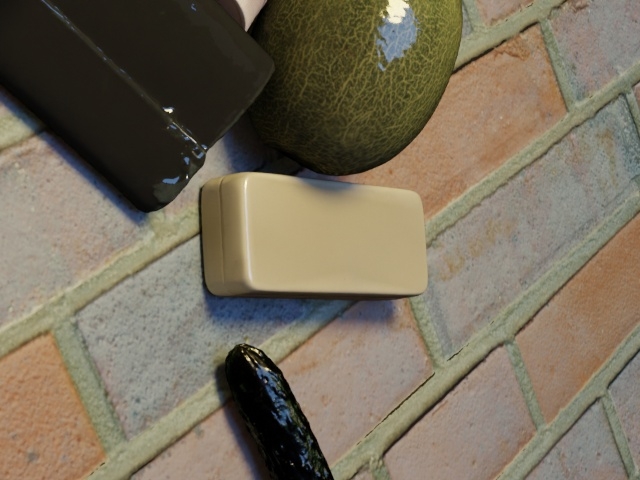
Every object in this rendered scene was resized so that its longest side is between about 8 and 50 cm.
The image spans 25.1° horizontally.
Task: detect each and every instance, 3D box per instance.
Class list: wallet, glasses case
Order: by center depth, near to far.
[{"bbox_3d":[-0.239,-0.230,1.483,0.406,0.062,0.228,44,77,-33],"label":"wallet"},{"bbox_3d":[0.000,0.000,1.750,0.336,0.076,0.144,5,80,-48],"label":"glasses case"}]

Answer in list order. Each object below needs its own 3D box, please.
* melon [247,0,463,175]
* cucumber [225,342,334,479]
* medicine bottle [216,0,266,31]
[{"bbox_3d":[0.040,-0.228,1.700,0.237,0.237,0.301,32,85,-41],"label":"melon"},{"bbox_3d":[-0.033,0.252,1.670,0.081,0.072,0.303,-31,106,-46],"label":"cucumber"},{"bbox_3d":[-0.096,-0.351,1.666,0.133,0.133,0.249,49,51,-31],"label":"medicine bottle"}]
